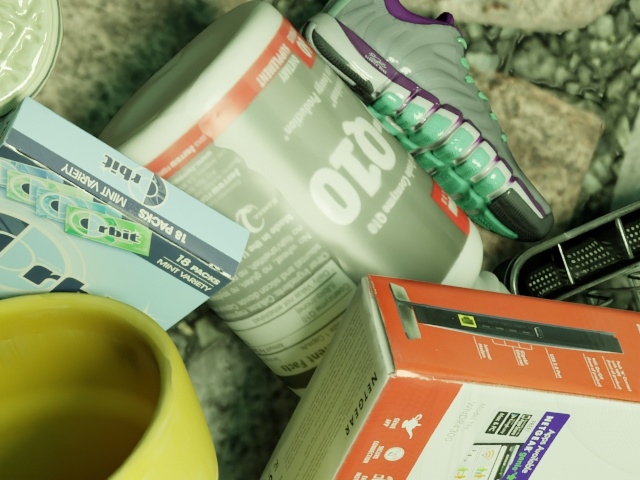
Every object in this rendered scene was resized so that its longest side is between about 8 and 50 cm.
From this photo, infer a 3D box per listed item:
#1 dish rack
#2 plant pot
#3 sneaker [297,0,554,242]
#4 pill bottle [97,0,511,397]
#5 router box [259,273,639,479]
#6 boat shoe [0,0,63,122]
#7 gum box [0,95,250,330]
[{"bbox_3d":[0.243,0.104,1.418,0.208,0.074,0.272,-22,97,-20],"label":"dish rack"},{"bbox_3d":[-0.166,0.198,1.163,0.254,0.254,0.239,-30,124,-20],"label":"plant pot"},{"bbox_3d":[0.091,-0.097,1.358,0.223,0.083,0.098,42,70,-15],"label":"sneaker"},{"bbox_3d":[0.000,0.000,1.275,0.283,0.161,0.161,46,74,-15],"label":"pill bottle"},{"bbox_3d":[0.111,0.182,1.249,0.301,0.082,0.335,8,130,-21],"label":"router box"},{"bbox_3d":[-0.268,-0.307,1.174,0.186,0.156,0.500,-15,95,-12],"label":"boat shoe"},{"bbox_3d":[-0.156,0.006,1.201,0.157,0.184,0.041,32,53,-18],"label":"gum box"}]
